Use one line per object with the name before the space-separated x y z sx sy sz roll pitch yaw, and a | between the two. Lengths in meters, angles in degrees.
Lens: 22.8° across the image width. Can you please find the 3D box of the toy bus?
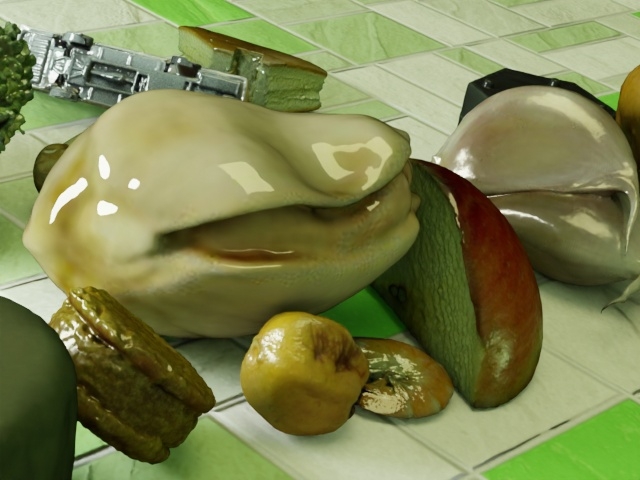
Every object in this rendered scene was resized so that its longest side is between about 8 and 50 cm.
toy bus | -0.270 -0.219 2.244 0.342 0.097 0.138 14 -3 5

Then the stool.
stool | 0.312 -0.155 2.322 0.232 0.141 0.232 9 26 -4

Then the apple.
apple | 0.158 0.040 1.855 0.254 0.179 0.346 43 6 -37

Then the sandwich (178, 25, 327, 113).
sandwich | -0.115 -0.252 2.404 0.244 0.090 0.088 16 22 4

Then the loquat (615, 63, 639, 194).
loquat | 0.571 -0.145 2.215 0.328 0.328 0.328 9 26 -5

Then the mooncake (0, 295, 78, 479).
mooncake | -0.384 0.172 1.326 0.356 0.194 0.356 7 24 -3

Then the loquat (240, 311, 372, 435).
loquat | -0.014 0.136 1.623 0.137 0.137 0.113 4 10 -16

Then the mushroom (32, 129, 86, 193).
mushroom | -0.244 -0.110 2.057 0.087 0.107 0.333 -12 10 38

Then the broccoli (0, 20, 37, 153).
broccoli | -0.505 -0.154 1.844 0.324 0.272 0.334 -16 47 -34

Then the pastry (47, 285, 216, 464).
pastry | -0.193 0.129 1.505 0.189 0.103 0.189 40 -2 1

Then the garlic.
garlic | 0.322 -0.068 2.057 0.246 0.231 0.340 -11 28 -42

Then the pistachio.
pistachio | -0.100 -0.033 1.724 0.445 0.281 0.365 -12 13 -16

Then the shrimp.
shrimp | 0.041 0.144 1.717 0.217 0.051 0.115 11 28 -7
